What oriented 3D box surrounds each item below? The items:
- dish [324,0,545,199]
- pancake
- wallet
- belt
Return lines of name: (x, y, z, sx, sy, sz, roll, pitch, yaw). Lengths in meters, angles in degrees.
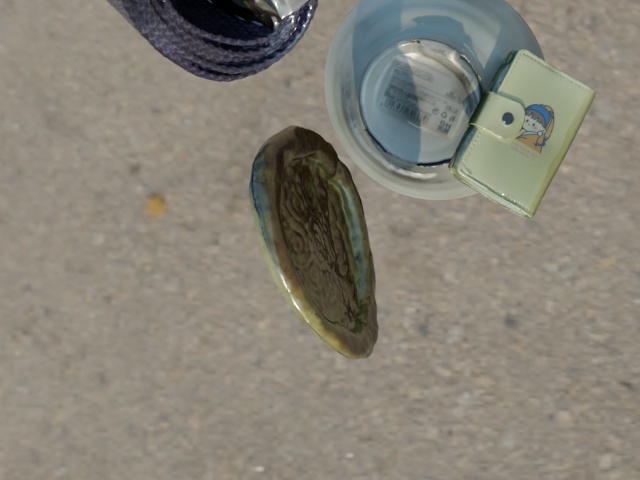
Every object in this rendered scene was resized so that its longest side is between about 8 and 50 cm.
dish: (0.120, -0.160, 1.795, 0.260, 0.085, 0.260, 4, 108, 14)
pancake: (-0.001, 0.000, 1.628, 0.031, 0.250, 0.250, -18, 72, 23)
wallet: (0.213, -0.115, 1.724, 0.155, 0.110, 0.039, -62, 11, -7)
belt: (-0.097, -0.212, 1.113, 0.139, 0.230, 0.126, -46, 58, 3)
